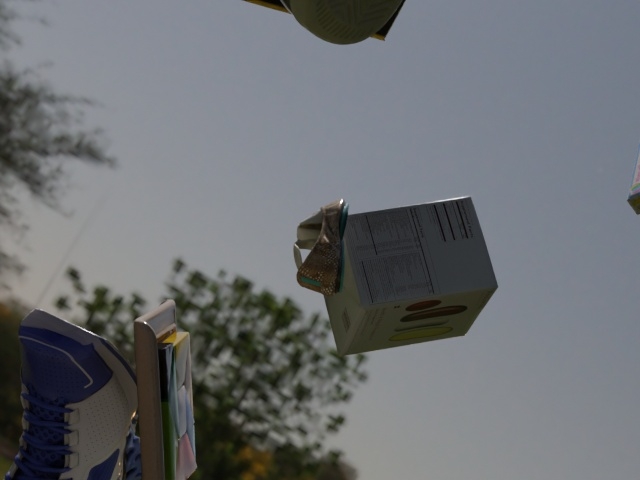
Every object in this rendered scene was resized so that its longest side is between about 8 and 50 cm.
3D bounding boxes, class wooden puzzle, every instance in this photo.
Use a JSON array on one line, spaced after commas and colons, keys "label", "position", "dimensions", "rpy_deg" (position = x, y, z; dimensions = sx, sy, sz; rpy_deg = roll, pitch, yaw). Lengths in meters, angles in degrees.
[{"label": "wooden puzzle", "position": [-0.165, 0.183, 1.499], "dimensions": [0.044, 0.221, 0.239], "rpy_deg": [-3, 3, -1]}]

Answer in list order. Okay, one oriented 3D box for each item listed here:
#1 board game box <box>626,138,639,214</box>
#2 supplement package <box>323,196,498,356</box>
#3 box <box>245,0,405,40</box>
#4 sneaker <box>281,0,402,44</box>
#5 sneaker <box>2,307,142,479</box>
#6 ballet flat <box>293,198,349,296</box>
[{"label": "board game box", "position": [0.446, -0.104, 1.753], "dimensions": [0.103, 0.154, 0.026], "rpy_deg": [-26, -66, 34]}, {"label": "supplement package", "position": [0.122, 0.055, 2.017], "dimensions": [0.203, 0.149, 0.194], "rpy_deg": [-9, -23, -13]}, {"label": "box", "position": [0.037, -0.443, 1.846], "dimensions": [0.257, 0.322, 0.079], "rpy_deg": [14, 37, -23]}, {"label": "sneaker", "position": [0.077, -0.343, 1.235], "dimensions": [0.131, 0.350, 0.148], "rpy_deg": [41, 5, -43]}, {"label": "sneaker", "position": [-0.293, 0.243, 1.574], "dimensions": [0.127, 0.182, 0.316], "rpy_deg": [20, -38, 20]}, {"label": "ballet flat", "position": [0.000, 0.000, 1.788], "dimensions": [0.067, 0.073, 0.206], "rpy_deg": [8, 26, -1]}]
